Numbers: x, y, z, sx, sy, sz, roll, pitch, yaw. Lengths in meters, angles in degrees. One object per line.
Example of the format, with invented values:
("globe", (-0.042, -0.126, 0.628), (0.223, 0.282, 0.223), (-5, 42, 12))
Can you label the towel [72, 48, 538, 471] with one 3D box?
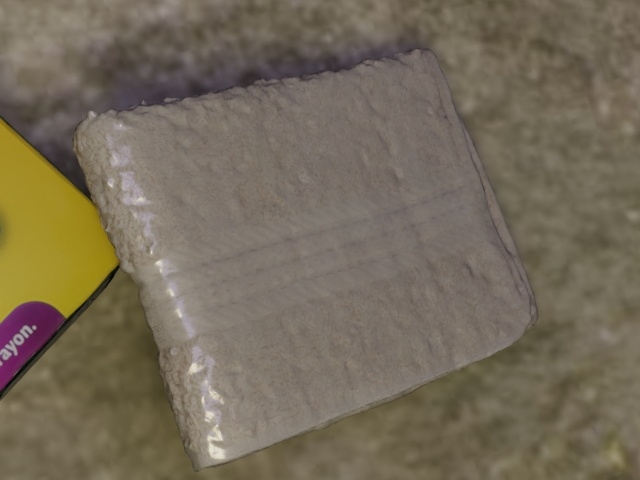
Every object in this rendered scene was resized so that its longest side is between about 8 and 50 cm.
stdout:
("towel", (0.000, 0.000, 1.011), (0.282, 0.049, 0.187), (-15, 81, -48))

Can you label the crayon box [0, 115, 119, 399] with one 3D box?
("crayon box", (-0.327, 0.032, 0.916), (0.313, 0.106, 0.363), (43, 68, -2))
